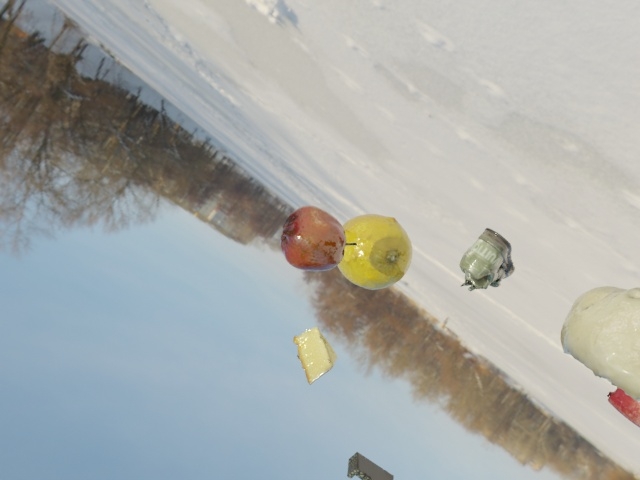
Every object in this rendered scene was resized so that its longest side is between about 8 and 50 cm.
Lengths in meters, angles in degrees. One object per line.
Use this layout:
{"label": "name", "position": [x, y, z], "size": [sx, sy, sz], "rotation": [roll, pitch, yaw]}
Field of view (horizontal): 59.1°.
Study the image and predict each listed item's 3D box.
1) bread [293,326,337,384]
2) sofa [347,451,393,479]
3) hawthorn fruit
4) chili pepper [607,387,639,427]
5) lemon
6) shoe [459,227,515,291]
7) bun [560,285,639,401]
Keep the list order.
{"label": "bread", "position": [-0.016, 0.265, 1.336], "size": [0.109, 0.084, 0.080], "rotation": [55, -164, 2]}
{"label": "sofa", "position": [0.122, 0.574, 1.374], "size": [0.118, 0.039, 0.060], "rotation": [35, -157, -9]}
{"label": "hawthorn fruit", "position": [0.000, 0.000, 1.337], "size": [0.194, 0.157, 0.157], "rotation": [11, -166, -27]}
{"label": "chili pepper", "position": [0.830, 0.441, 1.375], "size": [0.253, 0.136, 0.144], "rotation": [59, 173, 50]}
{"label": "lemon", "position": [0.154, 0.031, 1.695], "size": [0.233, 0.233, 0.288], "rotation": [38, 177, -24]}
{"label": "shoe", "position": [0.421, 0.075, 1.479], "size": [0.109, 0.149, 0.293], "rotation": [43, 177, 26]}
{"label": "bun", "position": [0.669, 0.219, 1.138], "size": [0.359, 0.211, 0.360], "rotation": [32, -175, -3]}
